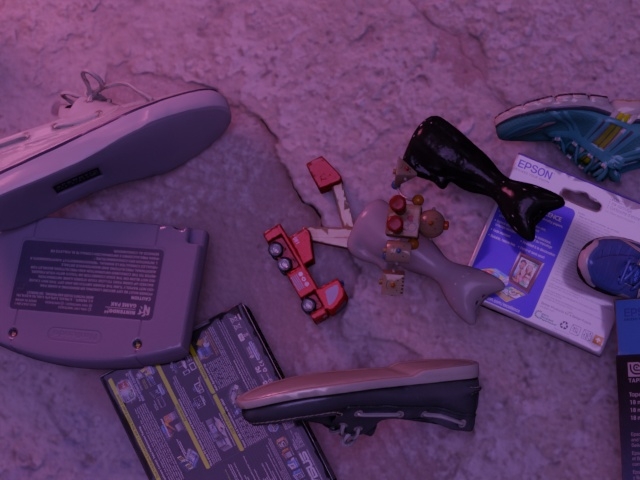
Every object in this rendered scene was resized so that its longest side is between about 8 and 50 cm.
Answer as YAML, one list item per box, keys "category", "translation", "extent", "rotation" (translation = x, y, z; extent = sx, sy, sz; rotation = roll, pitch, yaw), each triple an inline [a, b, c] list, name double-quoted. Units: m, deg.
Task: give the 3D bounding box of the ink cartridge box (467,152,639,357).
- category: "ink cartridge box"
  translation: [0.313, 0.018, 1.726]
  extent: [0.206, 0.045, 0.208]
  rotation: [24, 85, 7]

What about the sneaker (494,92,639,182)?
- category: "sneaker"
  translation: [0.363, -0.131, 1.714]
  extent: [0.275, 0.107, 0.110]
  rotation: [6, 85, 5]

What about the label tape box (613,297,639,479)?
- category: "label tape box"
  translation: [0.495, 0.233, 1.605]
  extent: [0.241, 0.106, 0.333]
  rotation: [-5, 81, 32]

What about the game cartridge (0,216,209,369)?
- category: "game cartridge"
  translation: [-0.302, 0.070, 1.731]
  extent: [0.294, 0.060, 0.196]
  rotation: [4, 67, 13]

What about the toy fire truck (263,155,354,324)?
- category: "toy fire truck"
  translation: [0.000, 0.000, 1.753]
  extent: [0.135, 0.047, 0.192]
  rotation: [-31, 81, -1]

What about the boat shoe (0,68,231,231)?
- category: "boat shoe"
  translation: [-0.310, -0.149, 1.760]
  extent: [0.367, 0.136, 0.156]
  rotation: [-24, 65, -6]

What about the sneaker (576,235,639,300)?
- category: "sneaker"
  translation: [0.422, 0.046, 1.658]
  extent: [0.211, 0.081, 0.080]
  rotation: [15, 90, -18]

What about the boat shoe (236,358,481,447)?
- category: "boat shoe"
  translation: [0.054, 0.214, 1.662]
  extent: [0.320, 0.116, 0.099]
  rotation: [-6, 94, -16]

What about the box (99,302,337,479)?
- category: "box"
  translation: [-0.133, 0.248, 1.723]
  extent: [0.216, 0.060, 0.270]
  rotation: [-28, 80, 1]

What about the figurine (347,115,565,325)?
- category: "figurine"
  translation: [0.174, -0.021, 1.692]
  extent: [0.209, 0.092, 0.215]
  rotation: [34, 90, 23]

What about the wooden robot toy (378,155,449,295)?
- category: "wooden robot toy"
  translation: [0.120, -0.015, 1.634]
  extent: [0.079, 0.076, 0.173]
  rotation: [7, 84, 3]
